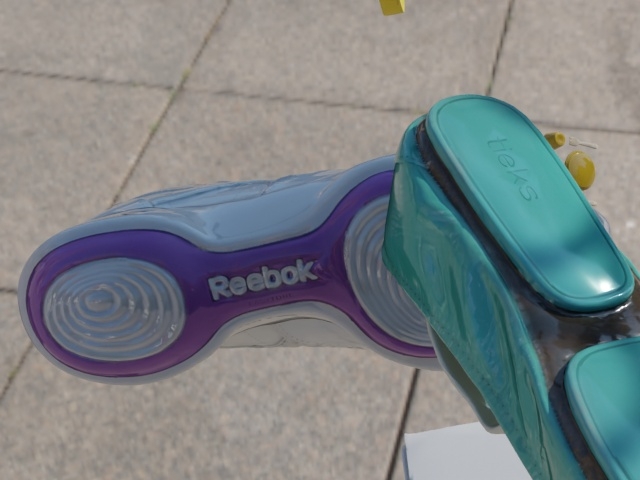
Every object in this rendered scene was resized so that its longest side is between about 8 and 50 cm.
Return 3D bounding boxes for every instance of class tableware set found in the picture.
[{"bbox_3d":[0.278,-0.052,1.467,0.104,0.024,0.154,12,77,-29],"label":"tableware set"}]

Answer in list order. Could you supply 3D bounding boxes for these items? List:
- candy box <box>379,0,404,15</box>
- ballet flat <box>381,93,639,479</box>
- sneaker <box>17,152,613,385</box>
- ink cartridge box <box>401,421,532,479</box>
[{"bbox_3d":[0.052,-0.325,1.218,0.027,0.206,0.105,-5,59,13],"label":"candy box"},{"bbox_3d":[0.091,0.052,0.433,0.083,0.087,0.247,-7,45,-23],"label":"ballet flat"},{"bbox_3d":[0.000,0.000,0.673,0.305,0.114,0.152,-2,15,6],"label":"sneaker"},{"bbox_3d":[0.234,0.231,0.937,0.307,0.223,0.129,-12,43,8],"label":"ink cartridge box"}]
